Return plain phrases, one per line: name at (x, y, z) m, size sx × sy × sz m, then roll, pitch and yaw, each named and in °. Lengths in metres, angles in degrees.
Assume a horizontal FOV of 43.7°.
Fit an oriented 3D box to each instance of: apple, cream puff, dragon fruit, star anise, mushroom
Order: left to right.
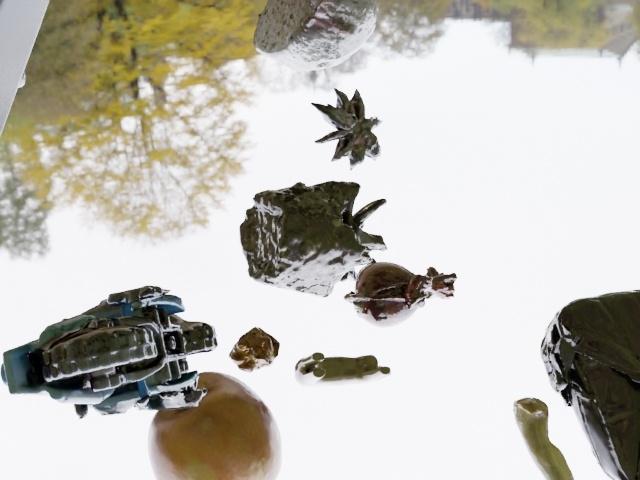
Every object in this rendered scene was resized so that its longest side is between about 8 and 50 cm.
apple at (-0.187, 0.346, 1.391) m, size 0.254 × 0.253 × 0.253 m, roll -5°, pitch -159°, yaw 2°
cream puff at (-0.145, 0.251, 1.810) m, size 0.094 × 0.122 × 0.116 m, roll 42°, pitch -149°, yaw 8°
dragon fruit at (0.022, -0.468, 1.634) m, size 0.221 × 0.282 × 0.204 m, roll 15°, pitch -164°, yaw -44°
star anise at (0.070, -0.246, 1.722) m, size 0.061 × 0.204 × 0.180 m, roll -4°, pitch -142°, yaw 48°
mushroom at (0.357, 0.338, 1.236) m, size 0.059 × 0.202 × 0.054 m, roll -1°, pitch 153°, yaw -38°

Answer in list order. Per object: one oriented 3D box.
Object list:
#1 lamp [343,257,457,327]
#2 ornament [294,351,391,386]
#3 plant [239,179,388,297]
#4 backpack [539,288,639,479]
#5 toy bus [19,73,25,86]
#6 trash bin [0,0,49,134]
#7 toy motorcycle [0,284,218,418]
lamp at (0.173, 0.125, 1.808) m, size 0.223 × 0.151 × 0.215 m, roll 12°, pitch -168°, yaw 29°
ornament at (0.058, 0.271, 1.665) m, size 0.230 × 0.061 × 0.245 m, roll 1°, pitch 165°, yaw -16°
plant at (0.000, 0.000, 1.476) m, size 0.276 × 0.199 × 0.188 m, roll -1°, pitch -128°, yaw -38°
backpack at (0.666, 0.313, 1.648) m, size 0.364 × 0.445 × 0.255 m, roll -11°, pitch 157°, yaw -13°
toy bus at (-0.812, -0.352, 1.719) m, size 0.203 × 0.233 × 0.427 m, roll -31°, pitch 180°, yaw -40°
trash bin at (-0.279, -0.098, 0.482) m, size 0.165 × 0.225 × 0.115 m, roll 15°, pitch 159°, yaw -3°
toy motorcycle at (-0.282, 0.160, 1.051) m, size 0.232 × 0.172 × 0.416 m, roll -13°, pitch 175°, yaw 5°
